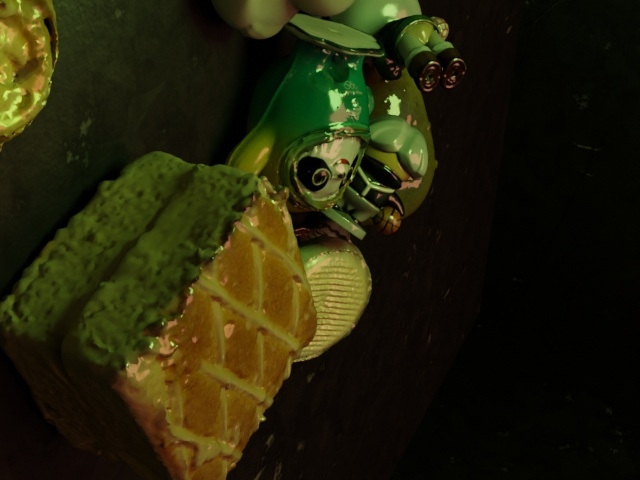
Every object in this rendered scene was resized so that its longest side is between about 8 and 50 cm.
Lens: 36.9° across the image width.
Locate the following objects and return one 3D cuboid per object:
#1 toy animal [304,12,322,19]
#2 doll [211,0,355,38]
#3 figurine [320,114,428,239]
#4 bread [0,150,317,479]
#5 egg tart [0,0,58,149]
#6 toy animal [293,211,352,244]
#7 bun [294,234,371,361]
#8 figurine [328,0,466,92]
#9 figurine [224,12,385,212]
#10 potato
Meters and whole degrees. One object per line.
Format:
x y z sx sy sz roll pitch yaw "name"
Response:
-0.006 -0.490 1.652 0.206 0.081 0.367 -101 -172 -48 "toy animal"
-0.046 -0.410 1.468 0.251 0.221 0.221 -25 128 -53 "doll"
0.111 -0.121 1.832 0.236 0.176 0.133 -56 -168 3 "figurine"
-0.209 0.114 1.337 0.371 0.279 0.390 -59 155 -31 "bread"
-0.356 -0.196 0.992 0.279 0.095 0.279 13 90 -71 "egg tart"
-0.002 0.017 2.085 0.255 0.089 0.170 -44 141 -58 "toy animal"
-0.033 0.106 1.948 0.287 0.146 0.287 -26 133 -32 "bun"
0.136 -0.399 1.835 0.281 0.370 0.167 -13 131 -22 "figurine"
-0.026 -0.209 1.688 0.323 0.231 0.340 -7 123 -49 "figurine"
0.121 -0.203 2.004 0.269 0.219 0.359 6 98 -29 "potato"
